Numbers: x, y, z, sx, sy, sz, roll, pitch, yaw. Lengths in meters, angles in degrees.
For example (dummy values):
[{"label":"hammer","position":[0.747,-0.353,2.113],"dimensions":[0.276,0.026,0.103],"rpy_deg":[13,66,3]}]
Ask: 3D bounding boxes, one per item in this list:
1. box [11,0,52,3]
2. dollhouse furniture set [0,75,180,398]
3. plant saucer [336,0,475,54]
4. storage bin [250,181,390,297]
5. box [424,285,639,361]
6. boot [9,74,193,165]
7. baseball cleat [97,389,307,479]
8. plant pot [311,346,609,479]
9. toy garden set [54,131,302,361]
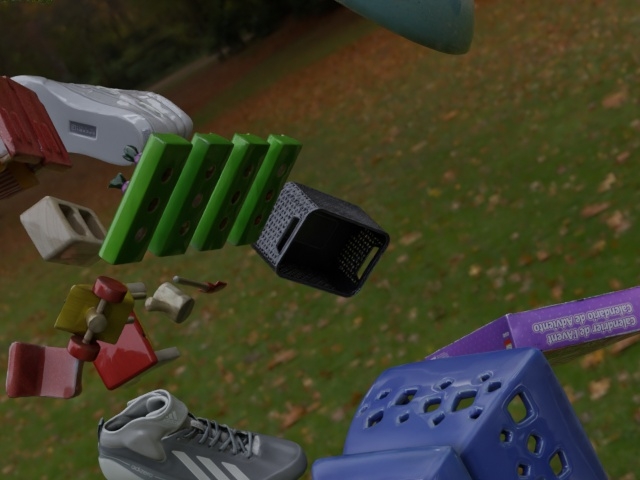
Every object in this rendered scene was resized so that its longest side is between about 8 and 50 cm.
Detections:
[{"label":"box","position":[-0.454,-0.481,1.684],"dimensions":[0.177,0.290,0.279],"rpy_deg":[-43,2,13]},{"label":"dollhouse furniture set","position":[-0.344,0.019,1.379],"dimensions":[0.201,0.374,0.152],"rpy_deg":[-32,-12,9]},{"label":"plant saucer","position":[-0.017,-0.236,0.828],"dimensions":[0.044,0.317,0.317],"rpy_deg":[-53,3,19]},{"label":"storage bin","position":[0.000,0.000,1.890],"dimensions":[0.084,0.180,0.122],"rpy_deg":[44,108,43]},{"label":"box","position":[0.279,0.132,1.627],"dimensions":[0.200,0.057,0.293],"rpy_deg":[-11,-12,-17]},{"label":"boot","position":[-0.297,-0.164,1.680],"dimensions":[0.258,0.095,0.123],"rpy_deg":[22,24,25]},{"label":"baseball cleat","position":[-0.114,0.199,1.227],"dimensions":[0.205,0.110,0.072],"rpy_deg":[-2,34,-6]},{"label":"plant pot","position":[0.146,0.273,1.349],"dimensions":[0.236,0.236,0.212],"rpy_deg":[-16,16,45]},{"label":"toy garden set","position":[-0.128,-0.006,1.098],"dimensions":[0.204,0.049,0.244],"rpy_deg":[-64,-20,15]}]
